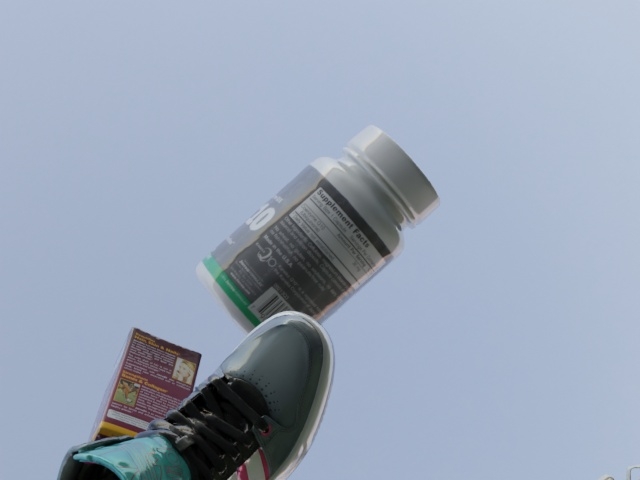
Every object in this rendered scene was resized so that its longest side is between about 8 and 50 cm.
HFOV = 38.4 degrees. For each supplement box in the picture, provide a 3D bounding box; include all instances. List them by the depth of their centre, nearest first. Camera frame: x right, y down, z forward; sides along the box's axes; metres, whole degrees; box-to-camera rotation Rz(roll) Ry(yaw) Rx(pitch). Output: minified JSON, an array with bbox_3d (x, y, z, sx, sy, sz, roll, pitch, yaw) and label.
[{"bbox_3d":[-0.228,0.214,1.188,0.104,0.080,0.188,24,-147,-12],"label":"supplement box"}]

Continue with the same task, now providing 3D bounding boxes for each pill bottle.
[{"bbox_3d":[0.000,0.000,1.443,0.361,0.204,0.204,-42,-80,-2],"label":"pill bottle"}]

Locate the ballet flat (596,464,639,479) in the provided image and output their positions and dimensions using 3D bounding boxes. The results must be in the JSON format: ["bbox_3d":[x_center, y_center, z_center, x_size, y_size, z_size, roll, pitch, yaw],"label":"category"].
[{"bbox_3d":[0.447,0.368,1.340,0.203,0.074,0.074,-17,-95,-3],"label":"ballet flat"}]

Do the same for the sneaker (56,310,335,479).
[{"bbox_3d":[-0.111,0.173,0.744,0.124,0.178,0.295,33,-93,23],"label":"sneaker"}]
